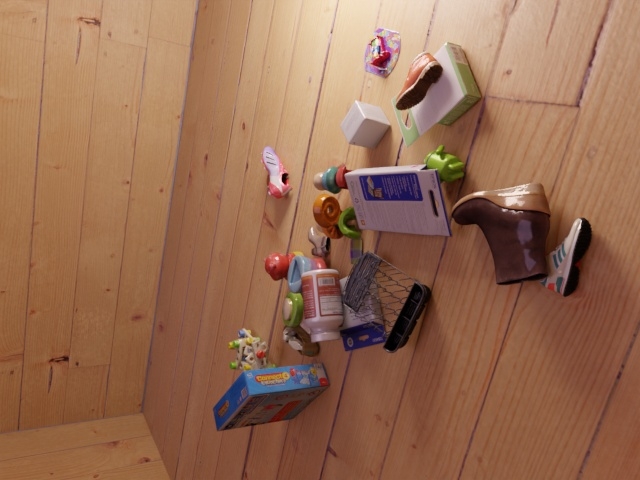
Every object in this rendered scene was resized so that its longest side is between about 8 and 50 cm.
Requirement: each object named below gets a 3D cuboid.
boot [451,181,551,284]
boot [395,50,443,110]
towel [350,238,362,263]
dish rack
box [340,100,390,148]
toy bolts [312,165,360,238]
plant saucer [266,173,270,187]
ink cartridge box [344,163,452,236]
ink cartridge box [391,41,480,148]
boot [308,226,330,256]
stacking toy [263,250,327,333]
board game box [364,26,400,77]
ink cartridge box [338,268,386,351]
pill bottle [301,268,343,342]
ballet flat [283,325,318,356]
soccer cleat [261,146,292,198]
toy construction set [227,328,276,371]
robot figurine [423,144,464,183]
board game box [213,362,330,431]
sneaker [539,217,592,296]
[{"bbox_3d":[0.383,-0.005,1.131,0.248,0.090,0.206,-17,62,54],"label":"boot"},{"bbox_3d":[0.245,-0.412,1.338,0.158,0.059,0.084,-48,46,34],"label":"boot"},{"bbox_3d":[0.115,0.034,1.636,0.060,0.010,0.083,-4,85,55],"label":"towel"},{"bbox_3d":[0.167,0.158,1.444,0.272,0.074,0.208,35,107,38],"label":"dish rack"},{"bbox_3d":[0.134,-0.346,1.549,0.101,0.102,0.087,-54,44,39],"label":"box"},{"bbox_3d":[0.018,-0.126,1.621,0.159,0.218,0.228,0,81,43],"label":"toy bolts"},{"bbox_3d":[-0.201,-0.249,2.125,0.084,0.013,0.083,-5,84,57],"label":"plant saucer"},{"bbox_3d":[0.214,-0.110,1.392,0.371,0.069,0.175,9,120,58],"label":"ink cartridge box"},{"bbox_3d":[0.295,-0.372,1.352,0.235,0.056,0.171,-42,54,51],"label":"ink cartridge box"},{"bbox_3d":[0.000,0.000,1.790,0.087,0.042,0.118,-19,73,48],"label":"boot"},{"bbox_3d":[-0.109,0.174,1.807,0.309,0.131,0.279,6,87,64],"label":"stacking toy"},{"bbox_3d":[0.174,-0.575,1.564,0.169,0.033,0.133,44,124,48],"label":"board game box"},{"bbox_3d":[0.105,0.222,1.606,0.223,0.045,0.223,-31,63,52],"label":"ink cartridge box"},{"bbox_3d":[0.007,0.204,1.603,0.121,0.121,0.216,-22,69,54],"label":"pill bottle"},{"bbox_3d":[-0.093,0.354,1.870,0.232,0.073,0.080,18,102,56],"label":"ballet flat"},{"bbox_3d":[-0.170,-0.277,2.038,0.095,0.083,0.247,-25,59,21],"label":"soccer cleat"},{"bbox_3d":[-0.268,0.473,2.076,0.328,0.151,0.214,168,102,-67],"label":"toy construction set"},{"bbox_3d":[0.309,-0.189,1.306,0.115,0.067,0.101,38,143,50],"label":"robot figurine"},{"bbox_3d":[-0.173,0.539,1.774,0.308,0.302,0.086,-52,47,40],"label":"board game box"},{"bbox_3d":[0.485,0.028,1.037,0.075,0.057,0.161,24,111,50],"label":"sneaker"}]
